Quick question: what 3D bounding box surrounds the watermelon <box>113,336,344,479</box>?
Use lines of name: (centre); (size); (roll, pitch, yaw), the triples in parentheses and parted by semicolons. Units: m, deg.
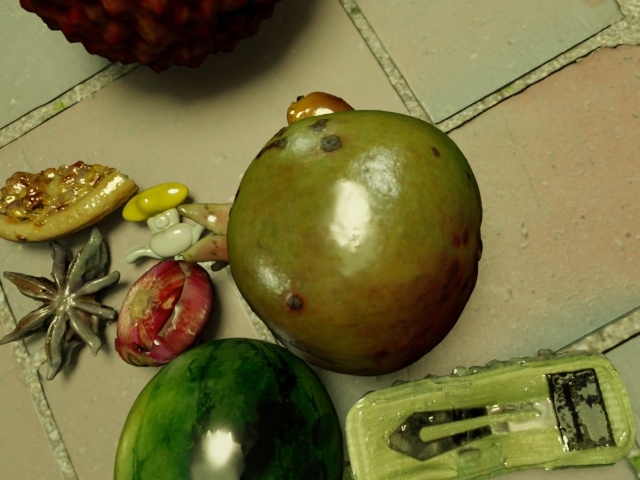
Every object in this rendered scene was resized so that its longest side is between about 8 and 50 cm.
watermelon: (-0.092, 0.226, 0.461); (0.242, 0.242, 0.242); (-1, 82, 7)

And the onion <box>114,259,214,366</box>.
onion: (-0.180, 0.108, 0.565); (0.150, 0.140, 0.150); (-27, 41, 26)

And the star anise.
star anise: (-0.352, 0.084, 0.599); (0.180, 0.061, 0.205); (-6, 81, 1)

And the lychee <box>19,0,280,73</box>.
lychee: (-0.189, -0.448, 0.468); (0.424, 0.424, 0.500); (18, 112, 9)

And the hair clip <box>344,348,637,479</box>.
hair clip: (0.185, 0.212, 0.507); (0.321, 0.091, 0.138); (-8, 73, -6)

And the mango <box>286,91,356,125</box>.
mango: (0.015, -0.154, 0.589); (0.127, 0.063, 0.077); (27, 81, 5)

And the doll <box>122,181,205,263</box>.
doll: (-0.206, -0.024, 0.599); (0.135, 0.071, 0.113); (0, 90, 2)

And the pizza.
pizza: (-0.375, -0.056, 0.604); (0.246, 0.058, 0.127); (1, 58, 16)

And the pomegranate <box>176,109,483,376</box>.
pomegranate: (0.019, -0.016, 0.482); (0.323, 0.291, 0.291); (27, 86, 40)
